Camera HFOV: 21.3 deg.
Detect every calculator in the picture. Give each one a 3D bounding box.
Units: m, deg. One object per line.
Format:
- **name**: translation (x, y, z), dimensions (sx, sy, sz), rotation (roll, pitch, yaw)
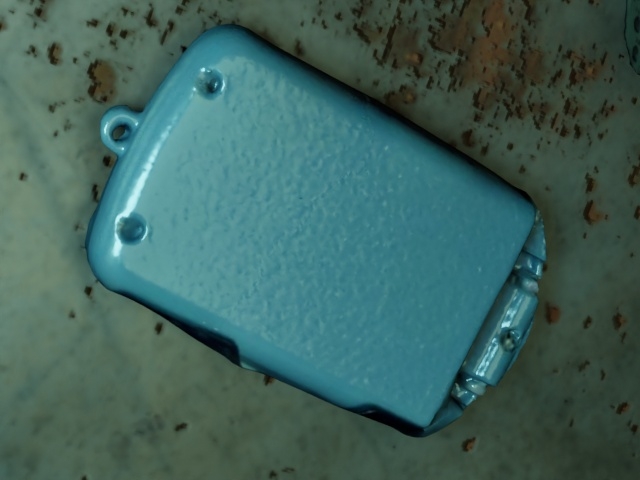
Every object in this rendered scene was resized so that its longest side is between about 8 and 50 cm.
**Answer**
- **calculator**: translation (0.000, 0.000, 0.978), dimensions (0.293, 0.051, 0.173), rotation (28, 90, -22)

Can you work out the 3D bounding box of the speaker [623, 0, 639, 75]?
- **speaker**: translation (0.353, -0.097, 1.073), dimensions (0.330, 0.198, 0.259), rotation (-4, 141, -5)
